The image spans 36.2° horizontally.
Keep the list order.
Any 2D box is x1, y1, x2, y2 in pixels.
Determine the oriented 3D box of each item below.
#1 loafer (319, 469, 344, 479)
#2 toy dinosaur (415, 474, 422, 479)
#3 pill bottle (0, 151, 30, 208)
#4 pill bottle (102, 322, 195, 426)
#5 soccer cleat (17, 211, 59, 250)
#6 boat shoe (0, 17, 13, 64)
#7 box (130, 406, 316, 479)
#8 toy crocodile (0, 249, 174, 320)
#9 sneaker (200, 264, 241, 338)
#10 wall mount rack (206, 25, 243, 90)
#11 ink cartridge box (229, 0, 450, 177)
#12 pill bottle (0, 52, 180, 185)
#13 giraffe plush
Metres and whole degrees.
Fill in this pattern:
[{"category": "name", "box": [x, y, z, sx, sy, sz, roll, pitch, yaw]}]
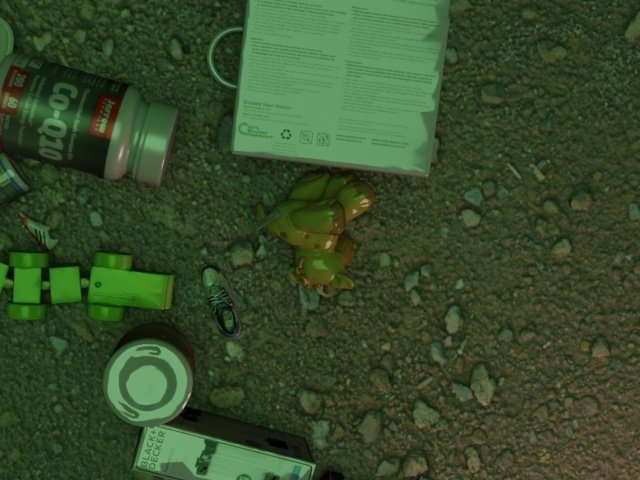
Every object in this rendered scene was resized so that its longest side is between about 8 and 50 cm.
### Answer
[{"category": "loafer", "box": [-0.048, 0.478, 1.713, 0.220, 0.080, 0.078, -45, 98, -2]}, {"category": "toy dinosaur", "box": [0.097, 0.556, 1.717, 0.160, 0.121, 0.313, 27, 95, -21]}, {"category": "pill bottle", "box": [-0.558, -0.080, 1.619, 0.137, 0.078, 0.078, -33, 97, -3]}, {"category": "pill bottle", "box": [-0.272, 0.207, 1.586, 0.136, 0.245, 0.136, 0, 94, -6]}, {"category": "soccer cleat", "box": [-0.479, -0.020, 1.658, 0.035, 0.029, 0.083, -40, 100, -11]}, {"category": "boat shoe", "box": [-0.591, -0.223, 1.592, 0.109, 0.091, 0.305, 22, 88, -42]}, {"category": "box", "box": [-0.164, 0.358, 1.648, 0.290, 0.169, 0.087, 16, 92, -6]}, {"category": "toy crocodile", "box": [-0.417, 0.071, 1.642, 0.340, 0.105, 0.115, 2, 95, -11]}, {"category": "sneaker", "box": [-0.169, 0.106, 1.686, 0.052, 0.058, 0.135, -22, 95, -5]}, {"category": "wall mount rack", "box": [-0.010, -0.346, 1.637, 0.350, 0.130, 0.304, 5, 93, -8]}, {"category": "ink cartridge box", "box": [0.033, -0.281, 1.559, 0.324, 0.071, 0.330, 7, 93, -7]}, {"category": "pill bottle", "box": [-0.382, -0.191, 1.589, 0.283, 0.161, 0.161, 15, 92, -7]}, {"category": "giraffe plush", "box": [0.000, 0.000, 1.658, 0.210, 0.181, 0.170, -28, 118, -14]}]
